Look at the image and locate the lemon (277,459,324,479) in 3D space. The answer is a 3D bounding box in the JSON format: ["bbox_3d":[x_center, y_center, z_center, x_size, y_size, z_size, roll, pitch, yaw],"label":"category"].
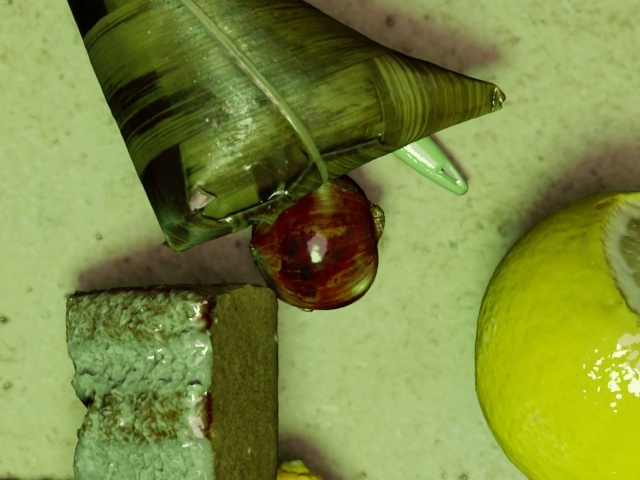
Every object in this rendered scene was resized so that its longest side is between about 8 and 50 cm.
[{"bbox_3d":[-0.031,0.268,1.530,0.142,0.142,0.187,9,102,-5],"label":"lemon"}]

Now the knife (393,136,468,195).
[{"bbox_3d":[0.011,-0.136,1.498,0.293,0.020,0.043,39,104,-8],"label":"knife"}]

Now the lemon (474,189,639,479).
[{"bbox_3d":[0.229,0.096,1.460,0.240,0.240,0.219,32,129,-9],"label":"lemon"}]

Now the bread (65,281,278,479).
[{"bbox_3d":[-0.115,0.240,1.441,0.165,0.113,0.416,-8,80,42],"label":"bread"}]

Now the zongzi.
[{"bbox_3d":[-0.032,-0.164,1.429,0.288,0.134,0.286,-21,84,-12],"label":"zongzi"}]

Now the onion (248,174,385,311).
[{"bbox_3d":[0.000,0.000,1.487,0.119,0.118,0.117,-25,100,3],"label":"onion"}]
